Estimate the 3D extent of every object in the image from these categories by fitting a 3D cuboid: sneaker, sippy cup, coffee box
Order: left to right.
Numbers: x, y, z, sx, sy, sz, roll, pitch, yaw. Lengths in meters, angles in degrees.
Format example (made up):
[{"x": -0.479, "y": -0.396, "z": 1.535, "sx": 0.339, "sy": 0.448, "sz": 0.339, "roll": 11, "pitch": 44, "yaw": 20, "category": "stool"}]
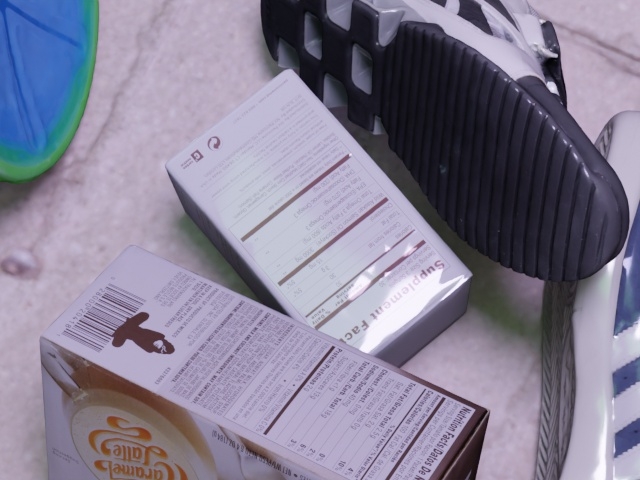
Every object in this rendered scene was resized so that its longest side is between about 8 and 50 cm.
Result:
[{"x": -0.291, "y": -0.156, "z": 1.065, "sx": 0.224, "sy": 0.305, "sz": 0.240, "roll": 1, "pitch": 103, "yaw": 16, "category": "sippy cup"}, {"x": -0.037, "y": 0.124, "z": 0.976, "sx": 0.246, "sy": 0.141, "sz": 0.098, "roll": 25, "pitch": 47, "yaw": 18, "category": "coffee box"}, {"x": 0.105, "y": -0.100, "z": 1.010, "sx": 0.146, "sy": 0.122, "sz": 0.330, "roll": -15, "pitch": 42, "yaw": -28, "category": "sneaker"}, {"x": 0.215, "y": 0.097, "z": 1.009, "sx": 0.148, "sy": 0.131, "sz": 0.350, "roll": 7, "pitch": 82, "yaw": -1, "category": "sneaker"}]

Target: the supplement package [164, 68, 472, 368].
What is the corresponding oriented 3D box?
[{"x": 0.000, "y": 0.000, "z": 1.052, "sx": 0.105, "sy": 0.105, "sz": 0.179, "roll": -38, "pitch": 77, "yaw": -8, "category": "supplement package"}]
